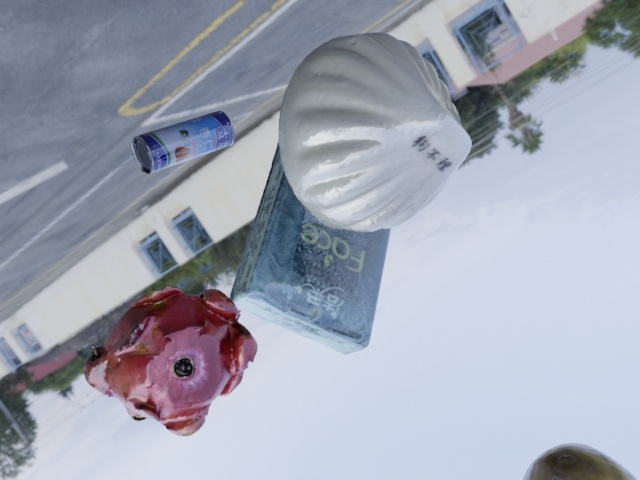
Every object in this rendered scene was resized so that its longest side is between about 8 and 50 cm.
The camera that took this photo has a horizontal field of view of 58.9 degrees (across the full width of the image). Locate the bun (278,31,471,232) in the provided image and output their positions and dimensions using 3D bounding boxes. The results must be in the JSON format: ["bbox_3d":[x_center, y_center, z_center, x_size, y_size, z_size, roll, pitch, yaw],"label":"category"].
[{"bbox_3d":[0.096,-0.130,0.704,0.263,0.263,0.175,-36,-150,-32],"label":"bun"}]

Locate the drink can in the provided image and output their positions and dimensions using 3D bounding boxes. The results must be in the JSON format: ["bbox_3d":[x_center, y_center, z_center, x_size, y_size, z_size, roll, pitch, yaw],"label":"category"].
[{"bbox_3d":[-0.331,-0.241,1.376,0.235,0.097,0.097,-27,-178,-34],"label":"drink can"}]

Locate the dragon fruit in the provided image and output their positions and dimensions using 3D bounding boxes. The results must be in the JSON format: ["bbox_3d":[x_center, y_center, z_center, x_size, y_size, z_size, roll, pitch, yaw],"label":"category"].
[{"bbox_3d":[-0.108,0.095,0.416,0.126,0.112,0.068,-30,-142,-1],"label":"dragon fruit"}]

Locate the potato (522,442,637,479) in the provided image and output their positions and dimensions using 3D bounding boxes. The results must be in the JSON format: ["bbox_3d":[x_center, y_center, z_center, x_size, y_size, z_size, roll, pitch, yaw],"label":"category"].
[{"bbox_3d":[0.287,0.302,0.627,0.137,0.137,0.175,-42,152,-57],"label":"potato"}]

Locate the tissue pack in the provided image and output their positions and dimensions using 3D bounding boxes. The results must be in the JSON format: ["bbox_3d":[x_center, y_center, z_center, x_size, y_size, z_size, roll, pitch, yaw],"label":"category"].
[{"bbox_3d":[0.000,0.000,0.936,0.103,0.228,0.315,-27,-137,54],"label":"tissue pack"}]
